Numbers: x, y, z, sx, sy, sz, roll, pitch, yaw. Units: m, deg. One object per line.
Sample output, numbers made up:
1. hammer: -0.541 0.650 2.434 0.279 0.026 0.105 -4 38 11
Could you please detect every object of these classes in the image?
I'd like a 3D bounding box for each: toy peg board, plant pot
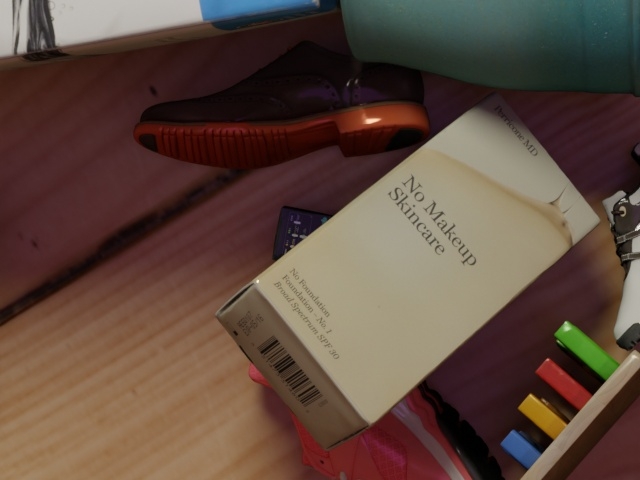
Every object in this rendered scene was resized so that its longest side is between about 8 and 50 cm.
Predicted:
1. toy peg board: 0.218 0.151 1.538 0.079 0.161 0.160 42 92 17
2. plant pot: 0.148 -0.251 1.480 0.255 0.271 0.271 -4 91 10

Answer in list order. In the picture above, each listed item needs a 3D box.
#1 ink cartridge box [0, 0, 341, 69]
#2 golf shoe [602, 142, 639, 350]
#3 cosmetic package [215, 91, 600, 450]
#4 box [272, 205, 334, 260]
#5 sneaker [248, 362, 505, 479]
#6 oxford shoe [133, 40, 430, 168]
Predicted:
1. ink cartridge box: -0.191 -0.240 1.439 0.395 0.285 0.166 -9 97 7
2. golf shoe: 0.296 0.003 1.571 0.094 0.077 0.198 21 82 5
3. cosmetic package: 0.079 0.024 1.483 0.309 0.113 0.160 -40 90 -28
4. box: 0.000 0.000 1.576 0.083 0.062 0.052 10 92 1
5. sneaker: 0.057 0.188 1.571 0.136 0.116 0.314 -40 84 12
6. oxford shoe: -0.039 -0.127 1.570 0.271 0.097 0.098 -4 74 -6
